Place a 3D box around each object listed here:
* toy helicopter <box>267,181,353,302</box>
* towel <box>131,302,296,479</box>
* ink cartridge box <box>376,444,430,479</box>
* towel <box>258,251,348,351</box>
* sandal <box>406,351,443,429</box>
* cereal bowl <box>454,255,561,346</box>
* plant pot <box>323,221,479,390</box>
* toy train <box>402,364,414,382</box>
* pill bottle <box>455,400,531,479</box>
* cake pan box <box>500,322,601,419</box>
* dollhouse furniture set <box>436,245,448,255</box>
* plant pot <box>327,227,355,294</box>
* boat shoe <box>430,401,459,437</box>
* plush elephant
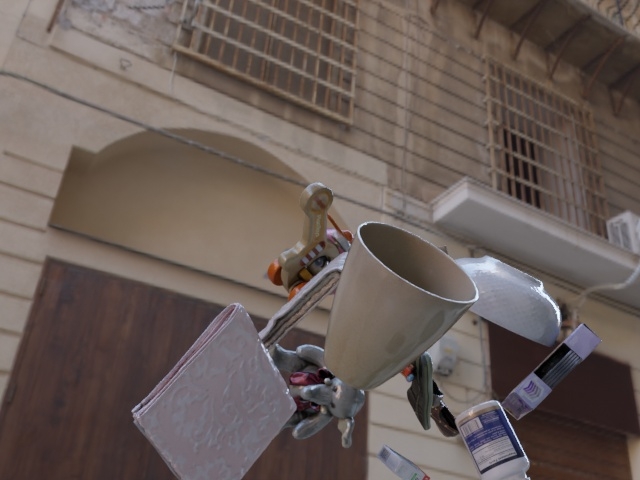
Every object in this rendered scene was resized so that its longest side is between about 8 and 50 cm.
[{"bbox_3d":[0.000,0.000,1.723,0.235,0.140,0.355,-21,-42,-25],"label":"toy helicopter"},{"bbox_3d":[-0.206,0.350,1.436,0.053,0.317,0.331,11,-44,40],"label":"towel"},{"bbox_3d":[0.158,0.406,1.210,0.115,0.029,0.063,37,-6,-26],"label":"ink cartridge box"},{"bbox_3d":[-0.038,0.138,1.573,0.049,0.187,0.282,45,-75,-2],"label":"towel"},{"bbox_3d":[0.305,0.424,1.929,0.086,0.120,0.302,-13,-48,-13],"label":"sandal"},{"bbox_3d":[0.469,0.136,1.773,0.339,0.141,0.339,27,4,-2],"label":"cereal bowl"},{"bbox_3d":[0.122,0.146,1.329,0.257,0.256,0.274,19,-65,-22],"label":"plant pot"},{"bbox_3d":[0.217,0.338,1.936,0.166,0.046,0.125,39,-8,38],"label":"toy train"},{"bbox_3d":[0.323,0.389,1.258,0.094,0.169,0.094,-17,-29,-10],"label":"pill bottle"},{"bbox_3d":[0.575,0.335,1.732,0.070,0.246,0.267,43,-11,20],"label":"cake pan box"},{"bbox_3d":[0.379,0.159,2.546,0.161,0.242,0.212,-11,-9,-14],"label":"dollhouse furniture set"},{"bbox_3d":[0.065,0.059,2.060,0.180,0.201,0.201,-3,-24,-30],"label":"plant pot"},{"bbox_3d":[0.395,0.569,2.312,0.207,0.073,0.073,47,-29,5],"label":"boat shoe"},{"bbox_3d":[0.010,0.426,1.910,0.330,0.271,0.255,9,-12,-19],"label":"plush elephant"}]
